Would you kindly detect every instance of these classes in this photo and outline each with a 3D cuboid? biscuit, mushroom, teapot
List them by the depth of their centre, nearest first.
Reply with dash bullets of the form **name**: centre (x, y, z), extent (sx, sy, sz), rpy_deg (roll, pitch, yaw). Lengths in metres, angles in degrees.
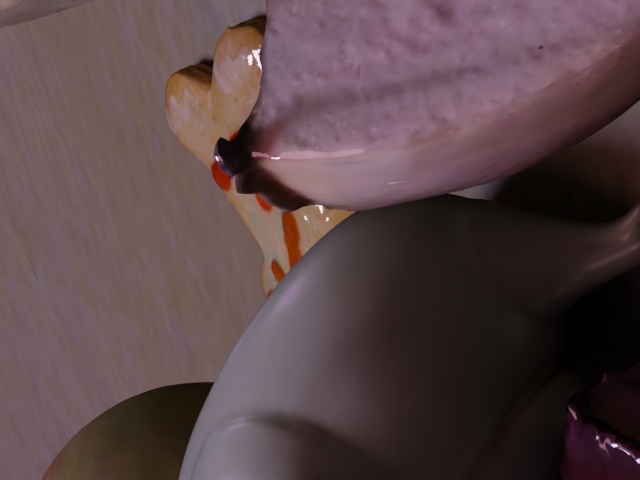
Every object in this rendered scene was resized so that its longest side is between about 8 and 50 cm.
- **mushroom**: centre (0.079, -0.118, 0.625), extent (0.162, 0.173, 0.236), rpy_deg (37, -129, -62)
- **teapot**: centre (0.009, 0.113, 0.740), extent (0.149, 0.318, 0.220), rpy_deg (30, 142, 17)
- **biscuit**: centre (0.000, 0.000, 0.943), extent (0.234, 0.030, 0.153), rpy_deg (60, 154, 1)

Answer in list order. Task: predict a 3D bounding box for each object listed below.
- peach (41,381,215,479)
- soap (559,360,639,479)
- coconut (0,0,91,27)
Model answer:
- **peach**: centre (-0.041, 0.224, 0.978), extent (0.292, 0.247, 0.292), rpy_deg (50, 156, 33)
- **soap**: centre (0.213, 0.171, 0.663), extent (0.289, 0.112, 0.182), rpy_deg (36, 144, 38)
- **coconut**: centre (-0.151, -0.222, 0.766), extent (0.245, 0.247, 0.245), rpy_deg (7, 130, 8)
